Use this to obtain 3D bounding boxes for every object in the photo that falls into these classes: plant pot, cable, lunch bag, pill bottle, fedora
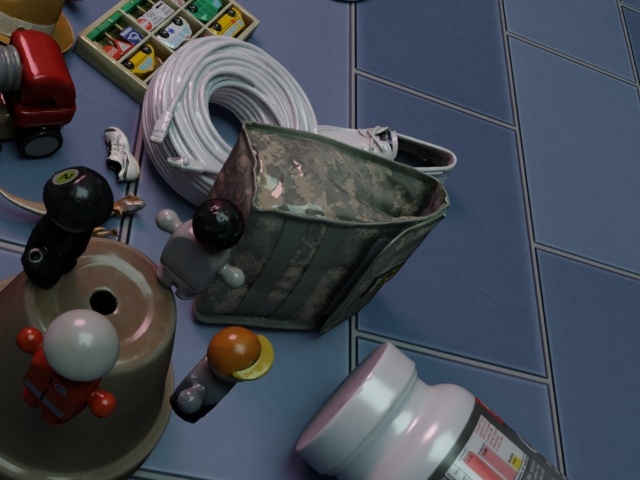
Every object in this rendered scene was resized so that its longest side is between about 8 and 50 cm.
[{"bbox_3d":[-0.256,0.116,0.981,0.263,0.229,0.263,14,55,-21],"label":"plant pot"},{"bbox_3d":[-0.123,-0.158,1.311,0.257,0.089,0.257,26,55,-29],"label":"cable"},{"bbox_3d":[0.000,0.000,1.200,0.287,0.235,0.169,8,51,-25],"label":"lunch bag"},{"bbox_3d":[0.160,0.302,1.107,0.363,0.210,0.210,42,49,0],"label":"pill bottle"},{"bbox_3d":[-0.405,-0.332,1.257,0.194,0.079,0.194,32,28,-19],"label":"fedora"}]

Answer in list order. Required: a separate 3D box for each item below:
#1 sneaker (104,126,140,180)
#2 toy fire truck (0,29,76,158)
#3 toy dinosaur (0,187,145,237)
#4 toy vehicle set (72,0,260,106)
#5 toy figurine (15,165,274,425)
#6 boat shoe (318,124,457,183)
[{"bbox_3d":[-0.273,-0.116,1.255,0.037,0.032,0.083,-19,70,-37],"label":"sneaker"},{"bbox_3d":[-0.399,-0.222,1.110,0.217,0.246,0.158,-9,65,-34],"label":"toy fire truck"},{"bbox_3d":[-0.319,-0.031,1.165,0.211,0.064,0.112,7,38,-37],"label":"toy dinosaur"},{"bbox_3d":[-0.223,-0.308,1.409,0.166,0.035,0.267,37,49,-3],"label":"toy vehicle set"},{"bbox_3d":[-0.157,0.052,0.829,0.209,0.148,0.213,8,56,-25],"label":"toy figurine"},{"bbox_3d":[0.089,-0.140,1.444,0.258,0.084,0.095,8,56,-26],"label":"boat shoe"}]
